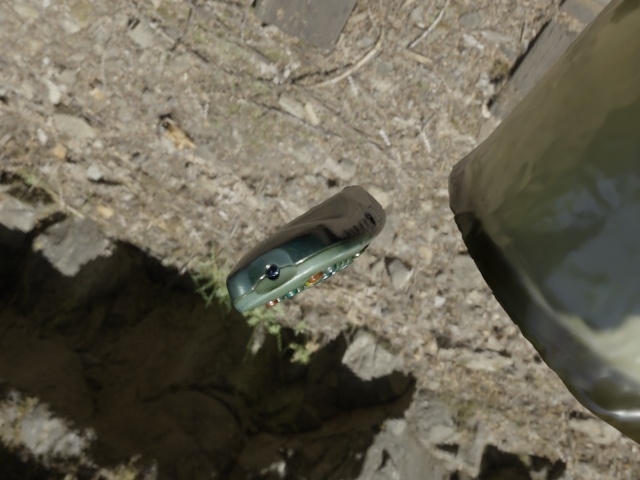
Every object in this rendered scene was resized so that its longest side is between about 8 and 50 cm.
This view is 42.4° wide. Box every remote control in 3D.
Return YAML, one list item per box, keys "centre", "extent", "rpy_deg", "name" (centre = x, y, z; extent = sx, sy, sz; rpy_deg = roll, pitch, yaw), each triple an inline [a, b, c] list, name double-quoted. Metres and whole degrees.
- centre: [0.000, 0.000, 0.519]
  extent: [0.072, 0.222, 0.042]
  rpy_deg: [-31, 92, 15]
  name: "remote control"

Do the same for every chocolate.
- centre: [0.299, -0.032, 0.596]
  extent: [0.326, 0.314, 0.297]
  rpy_deg: [37, 122, -14]
  name: "chocolate"
